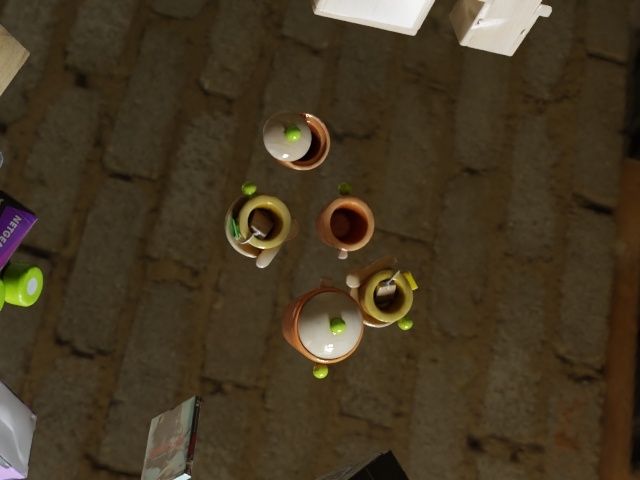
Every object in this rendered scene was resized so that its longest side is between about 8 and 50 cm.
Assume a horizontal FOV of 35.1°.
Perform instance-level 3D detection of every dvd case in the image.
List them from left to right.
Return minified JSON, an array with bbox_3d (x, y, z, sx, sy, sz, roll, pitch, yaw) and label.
[{"bbox_3d":[-0.190,0.262,1.284,0.087,0.013,0.119,-31,-143,29],"label":"dvd case"}]

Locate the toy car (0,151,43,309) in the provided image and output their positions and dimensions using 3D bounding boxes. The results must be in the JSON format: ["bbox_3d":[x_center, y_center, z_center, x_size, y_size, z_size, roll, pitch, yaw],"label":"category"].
[{"bbox_3d":[-0.411,-0.022,1.148,0.149,0.155,0.188,-26,125,-72],"label":"toy car"}]

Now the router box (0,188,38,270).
[{"bbox_3d":[-0.232,-0.001,0.482,0.179,0.133,0.046,-33,-156,46],"label":"router box"}]

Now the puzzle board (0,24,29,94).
[{"bbox_3d":[-0.305,-0.131,0.824,0.128,0.011,0.096,-58,147,-12],"label":"puzzle board"}]

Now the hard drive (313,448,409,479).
[{"bbox_3d":[-0.088,0.329,0.986,0.339,0.064,0.237,-24,171,-44],"label":"hard drive"}]

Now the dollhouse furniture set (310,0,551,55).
[{"bbox_3d":[0.060,-0.380,0.971,0.174,0.303,0.355,121,-31,-43],"label":"dollhouse furniture set"}]

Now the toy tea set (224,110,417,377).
[{"bbox_3d":[0.000,0.000,1.285,0.200,0.336,0.124,-32,-171,-19],"label":"toy tea set"}]

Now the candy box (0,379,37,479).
[{"bbox_3d":[-0.378,0.157,0.877,0.165,0.196,0.070,64,18,-47],"label":"candy box"}]
